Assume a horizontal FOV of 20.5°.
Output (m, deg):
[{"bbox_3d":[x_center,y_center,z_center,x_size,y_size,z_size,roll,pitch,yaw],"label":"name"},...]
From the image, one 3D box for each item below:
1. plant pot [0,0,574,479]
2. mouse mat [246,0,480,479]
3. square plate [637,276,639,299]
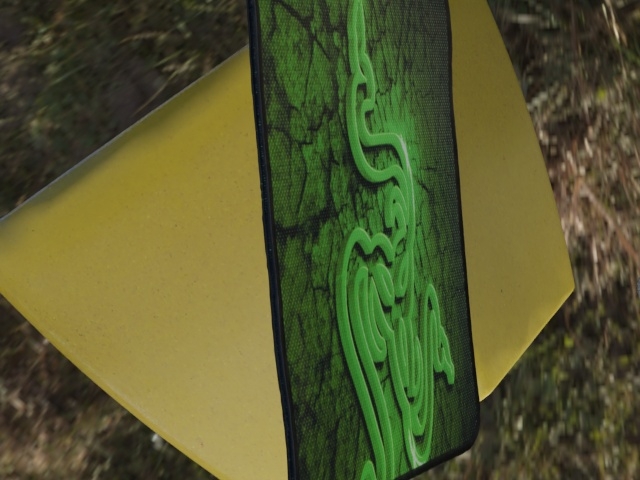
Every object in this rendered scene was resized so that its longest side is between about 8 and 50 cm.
[{"bbox_3d":[0.000,0.000,0.859,0.212,0.212,0.187,-31,95,32],"label":"plant pot"},{"bbox_3d":[0.018,-0.010,0.596,0.007,0.152,0.190,-2,94,27],"label":"mouse mat"},{"bbox_3d":[0.360,0.112,0.915,0.347,0.049,0.344,-25,69,28],"label":"square plate"}]
